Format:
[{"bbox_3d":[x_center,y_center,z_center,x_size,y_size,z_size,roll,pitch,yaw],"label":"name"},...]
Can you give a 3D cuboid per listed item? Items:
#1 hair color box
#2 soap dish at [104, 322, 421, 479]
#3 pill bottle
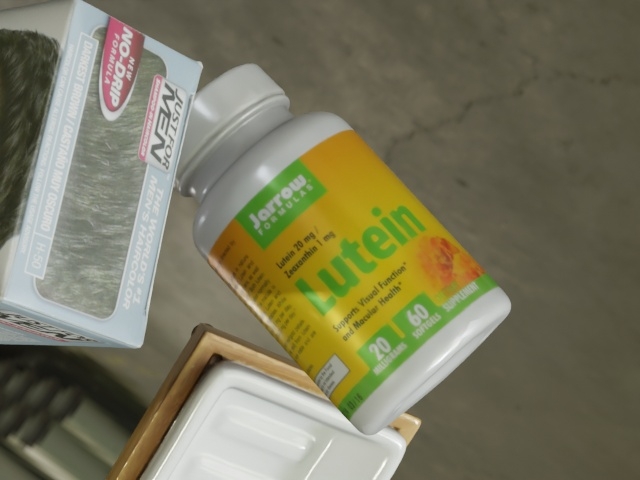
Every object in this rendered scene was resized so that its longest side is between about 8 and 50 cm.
[{"bbox_3d":[-0.260,-0.034,1.076,0.374,0.185,0.114,-2,162,41],"label":"hair color box"},{"bbox_3d":[-0.080,0.226,1.511,0.229,0.291,0.118,24,-162,-24],"label":"soap dish"},{"bbox_3d":[0.000,0.000,1.127,0.245,0.136,0.136,47,162,10],"label":"pill bottle"}]
